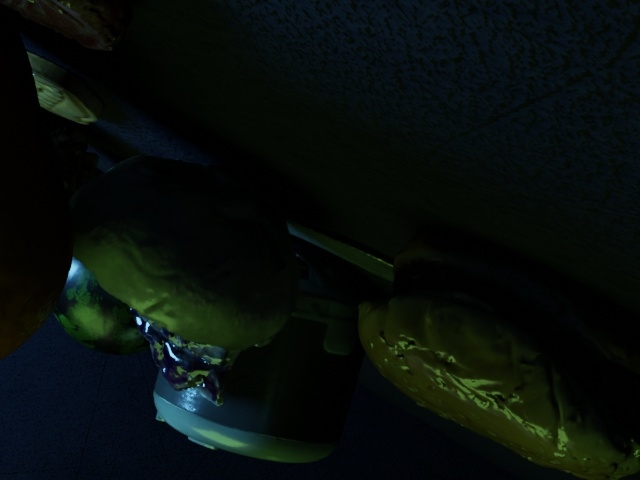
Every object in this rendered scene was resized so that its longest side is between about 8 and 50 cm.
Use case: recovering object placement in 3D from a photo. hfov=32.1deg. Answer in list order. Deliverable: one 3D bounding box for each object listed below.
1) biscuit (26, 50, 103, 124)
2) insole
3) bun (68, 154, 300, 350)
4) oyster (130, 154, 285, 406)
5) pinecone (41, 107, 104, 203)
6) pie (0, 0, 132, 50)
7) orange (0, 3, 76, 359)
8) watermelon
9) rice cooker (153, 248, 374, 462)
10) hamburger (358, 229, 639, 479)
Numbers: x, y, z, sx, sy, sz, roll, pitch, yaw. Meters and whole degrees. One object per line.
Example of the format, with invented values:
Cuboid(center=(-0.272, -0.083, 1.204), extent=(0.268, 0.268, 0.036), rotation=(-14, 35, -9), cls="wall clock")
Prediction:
Cuboid(center=(-0.323, -0.180, 1.300), extent=(0.142, 0.029, 0.221), rotation=(34, 171, -22), cls="biscuit")
Cuboid(center=(0.000, 0.000, 1.334), extent=(0.348, 0.009, 0.119), rotation=(24, 170, 32), cls="insole")
Cuboid(center=(-0.133, -0.009, 1.203), extent=(0.287, 0.146, 0.287), rotation=(28, -164, -9), cls="bun")
Cuboid(center=(-0.162, 0.045, 1.378), extent=(0.271, 0.275, 0.100), rotation=(17, 167, 11), cls="oyster")
Cuboid(center=(-0.431, -0.098, 1.516), extent=(0.272, 0.224, 0.224), rotation=(28, 172, 37), cls="pinecone")
Cuboid(center=(-0.212, -0.196, 0.783), extent=(0.182, 0.049, 0.182), rotation=(29, 176, 2), cls="pie")
Cuboid(center=(-0.410, -0.060, 1.024), extent=(0.424, 0.326, 0.423), rotation=(164, 90, -80), cls="orange")
Cuboid(center=(-0.291, 0.038, 1.673), extent=(0.269, 0.269, 0.269), rotation=(29, 171, 5), cls="watermelon")
Cuboid(center=(-0.076, 0.145, 1.533), extent=(0.288, 0.277, 0.288), rotation=(15, 180, 0), cls="rice cooker")
Cuboid(center=(0.173, 0.114, 1.003), extent=(0.283, 0.144, 0.259), rotation=(19, 164, 28), cls="hamburger")
